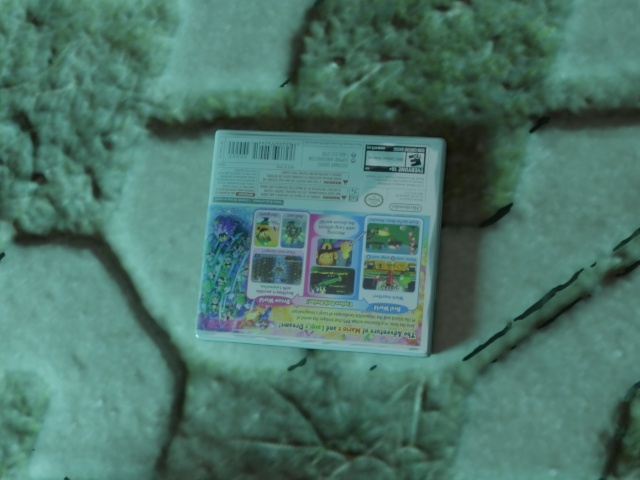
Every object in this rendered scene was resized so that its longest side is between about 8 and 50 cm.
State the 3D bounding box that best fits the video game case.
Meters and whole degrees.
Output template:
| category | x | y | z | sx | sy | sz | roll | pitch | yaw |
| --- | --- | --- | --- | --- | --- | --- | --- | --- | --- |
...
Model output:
| category | x | y | z | sx | sy | sz | roll | pitch | yaw |
| --- | --- | --- | --- | --- | --- | --- | --- | --- | --- |
| video game case | 0.000 | 0.000 | 0.779 | 0.157 | 0.019 | 0.143 | 3 | 82 | 12 |
